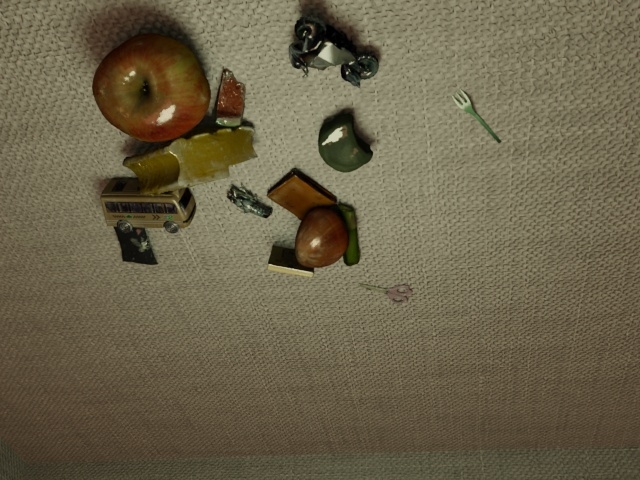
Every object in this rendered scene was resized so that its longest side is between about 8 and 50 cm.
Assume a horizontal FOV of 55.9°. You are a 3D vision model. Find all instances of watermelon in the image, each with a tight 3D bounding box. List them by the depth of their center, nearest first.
[{"bbox_3d":[-0.267,-0.409,1.782,0.098,0.121,0.158,3,91,-19],"label":"watermelon"}]

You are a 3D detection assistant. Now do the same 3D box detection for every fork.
[{"bbox_3d":[0.470,-0.357,1.780,0.039,0.021,0.235,-32,124,34],"label":"fork"}]

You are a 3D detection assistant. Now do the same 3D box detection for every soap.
[{"bbox_3d":[-0.404,-0.252,1.880,0.339,0.304,0.169,-2,105,50],"label":"soap"}]

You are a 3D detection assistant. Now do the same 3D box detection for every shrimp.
[{"bbox_3d":[-0.235,-0.126,2.032,0.174,0.076,0.082,28,108,-21],"label":"shrimp"}]

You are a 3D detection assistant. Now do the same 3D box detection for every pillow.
[{"bbox_3d":[-0.681,0.010,2.211,0.141,0.055,0.208,7,134,7],"label":"pillow"}]

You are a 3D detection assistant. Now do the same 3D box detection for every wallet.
[{"bbox_3d":[-0.063,-0.146,2.021,0.195,0.042,0.161,31,136,-28],"label":"wallet"}]

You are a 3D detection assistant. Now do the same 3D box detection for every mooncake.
[{"bbox_3d":[0.077,-0.296,1.817,0.169,0.104,0.175,6,132,4],"label":"mooncake"}]

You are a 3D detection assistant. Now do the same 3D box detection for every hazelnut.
[{"bbox_3d":[0.000,0.000,2.009,0.176,0.214,0.214,27,142,28],"label":"hazelnut"}]

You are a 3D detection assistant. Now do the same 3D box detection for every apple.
[{"bbox_3d":[-0.450,-0.415,1.658,0.302,0.301,0.301,2,134,3],"label":"apple"}]

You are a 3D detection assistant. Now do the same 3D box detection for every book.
[{"bbox_3d":[-0.102,0.071,2.113,0.161,0.231,0.026,10,105,-3],"label":"book"}]

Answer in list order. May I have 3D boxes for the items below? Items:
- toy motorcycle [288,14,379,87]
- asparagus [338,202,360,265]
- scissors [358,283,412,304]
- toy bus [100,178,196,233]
[{"bbox_3d":[0.024,-0.494,1.630,0.270,0.106,0.159,25,136,-33],"label":"toy motorcycle"},{"bbox_3d":[0.100,-0.021,2.115,0.067,0.060,0.277,14,137,19],"label":"asparagus"},{"bbox_3d":[0.247,0.196,2.337,0.212,0.021,0.110,12,132,-8],"label":"scissors"},{"bbox_3d":[-0.573,-0.125,2.018,0.290,0.139,0.157,2,129,7],"label":"toy bus"}]
